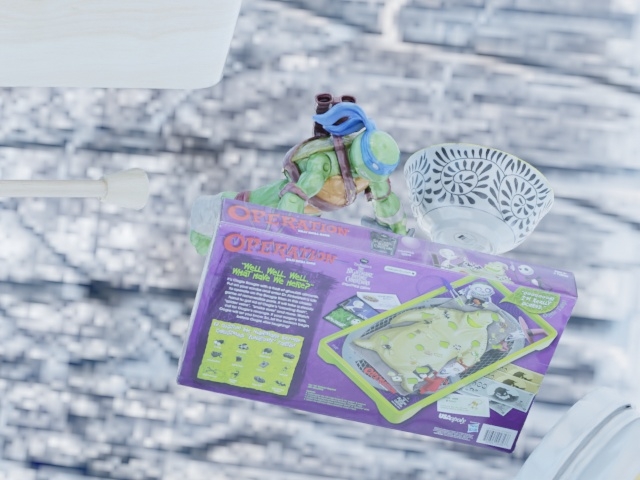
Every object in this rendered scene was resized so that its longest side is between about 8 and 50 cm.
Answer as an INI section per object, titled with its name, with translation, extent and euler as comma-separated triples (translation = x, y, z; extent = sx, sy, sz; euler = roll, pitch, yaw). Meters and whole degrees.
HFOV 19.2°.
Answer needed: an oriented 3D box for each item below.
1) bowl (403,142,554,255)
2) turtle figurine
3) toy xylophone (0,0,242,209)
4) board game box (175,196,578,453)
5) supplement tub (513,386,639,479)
[bowl]
translation = 0.165, -0.028, 2.075
extent = 0.170, 0.170, 0.080
euler = 82, -158, -61
[turtle figurine]
translation = 0.000, 0.000, 2.006
extent = 0.198, 0.266, 0.275
euler = -46, -69, -36
[toy xylophone]
translation = -0.179, -0.138, 1.177
extent = 0.081, 0.322, 0.236
euler = 46, 120, 45
[board game box]
translation = 0.050, 0.085, 1.821
extent = 0.056, 0.347, 0.208
euler = -86, 11, -50
[supplement tub]
translation = 0.353, 0.317, 1.829
extent = 0.241, 0.331, 0.241
euler = -43, -25, -26
